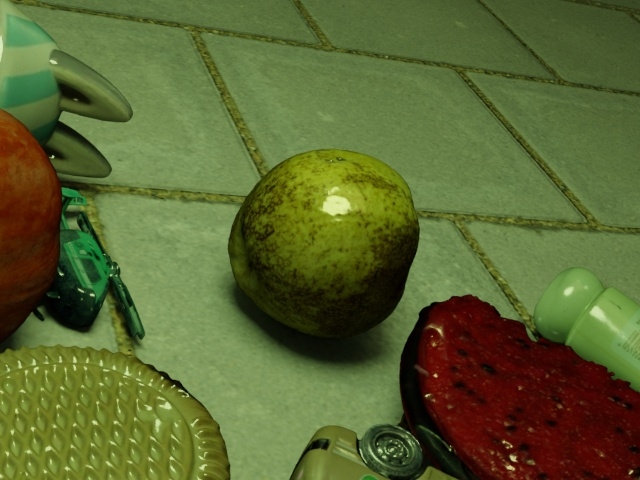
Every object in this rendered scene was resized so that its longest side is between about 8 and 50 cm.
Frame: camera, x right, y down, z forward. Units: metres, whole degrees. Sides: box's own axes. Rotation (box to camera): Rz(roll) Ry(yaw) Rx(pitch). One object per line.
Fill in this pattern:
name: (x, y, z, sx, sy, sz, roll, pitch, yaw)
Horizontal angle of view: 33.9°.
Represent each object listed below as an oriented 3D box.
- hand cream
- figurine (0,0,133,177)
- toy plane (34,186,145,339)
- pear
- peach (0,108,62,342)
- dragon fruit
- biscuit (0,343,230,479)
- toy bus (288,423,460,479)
hand cream: (0.382, 0.141, 1.166, 0.306, 0.093, 0.147, 35, 28, 20)
figurine: (-0.406, -0.144, 1.110, 0.378, 0.266, 0.361, 34, -1, -28)
toy plane: (-0.245, 0.012, 1.041, 0.096, 0.060, 0.235, 6, 36, -36)
pear: (0.000, 0.000, 1.066, 0.197, 0.197, 0.197, 15, 31, -9)
peach: (-0.317, -0.012, 0.882, 0.232, 0.232, 0.257, 37, 20, 27)
dragon fruit: (0.193, 0.192, 0.964, 0.343, 0.100, 0.282, 34, 32, 28)
biscuit: (-0.196, 0.174, 0.790, 0.259, 0.079, 0.259, 14, 31, -9)
toy bus: (0.094, 0.264, 0.764, 0.290, 0.139, 0.157, 26, 36, 4)
